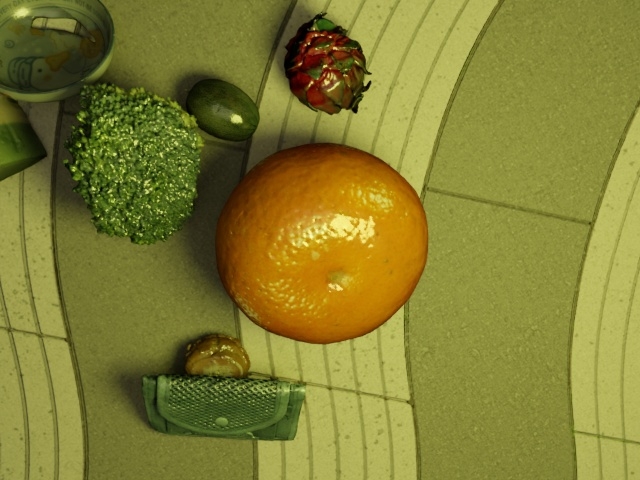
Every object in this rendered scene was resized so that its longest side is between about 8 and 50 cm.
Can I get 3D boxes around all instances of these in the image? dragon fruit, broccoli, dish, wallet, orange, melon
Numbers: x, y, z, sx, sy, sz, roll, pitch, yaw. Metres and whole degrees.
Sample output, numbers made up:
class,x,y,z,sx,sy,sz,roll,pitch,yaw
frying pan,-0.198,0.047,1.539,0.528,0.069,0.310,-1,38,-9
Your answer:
class,x,y,z,sx,sy,sz,roll,pitch,yaw
dragon fruit,0.012,-0.347,1.435,0.182,0.182,0.188,-36,82,3
broccoli,-0.347,-0.162,1.396,0.249,0.302,0.375,-17,139,5
dish,-0.541,-0.369,1.417,0.273,0.134,0.273,2,67,-5
wallet,-0.212,0.371,1.543,0.342,0.075,0.237,5,140,-5
orange,0.000,0.000,1.420,0.424,0.326,0.424,-4,119,-7
melon,-0.207,-0.269,1.460,0.167,0.114,0.114,29,98,-8

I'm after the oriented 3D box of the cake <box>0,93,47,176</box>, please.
class,x,y,z,sx,sy,sz,roll,pitch,yaw
cake,-0.734,-0.169,1.421,0.284,0.172,0.158,-27,99,4

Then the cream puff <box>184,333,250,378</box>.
class,x,y,z,sx,sy,sz,roll,pitch,yaw
cream puff,-0.227,0.268,1.566,0.144,0.103,0.126,0,117,0
